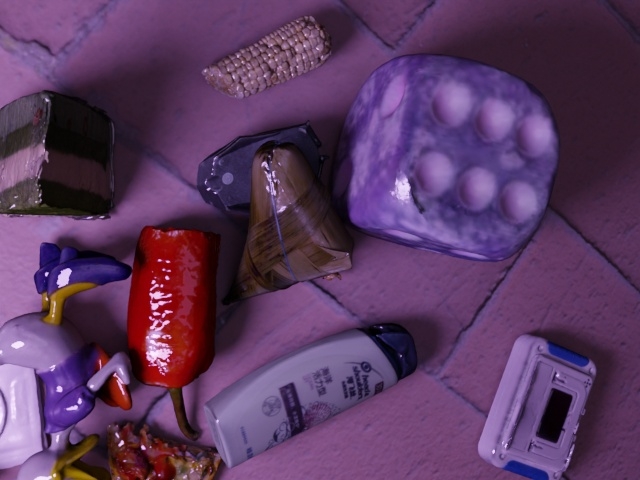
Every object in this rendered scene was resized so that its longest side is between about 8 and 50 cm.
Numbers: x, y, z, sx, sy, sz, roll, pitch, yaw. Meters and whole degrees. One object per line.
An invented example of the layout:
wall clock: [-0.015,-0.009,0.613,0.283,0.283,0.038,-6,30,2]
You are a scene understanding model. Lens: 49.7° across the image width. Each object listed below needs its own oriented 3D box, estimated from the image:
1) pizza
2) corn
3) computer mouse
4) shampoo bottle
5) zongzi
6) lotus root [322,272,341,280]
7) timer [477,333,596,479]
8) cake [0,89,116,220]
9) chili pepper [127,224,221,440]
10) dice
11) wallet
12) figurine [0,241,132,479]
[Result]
pizza: [-0.267,0.363,1.053,0.201,0.053,0.193,-46,110,-10]
corn: [-0.078,-0.281,1.095,0.211,0.087,0.087,-32,102,-14]
computer mouse: [-0.092,-0.118,1.103,0.231,0.071,0.126,-20,112,-26]
shampoo bottle: [-0.008,0.230,1.123,0.359,0.078,0.134,-22,113,-22]
zongzi: [-0.092,-0.023,1.046,0.242,0.112,0.221,-20,112,20]
lotus root: [0.000,0.000,1.142,0.073,0.062,0.150,-18,96,-18]
timer: [0.414,0.318,1.295,0.178,0.078,0.253,23,83,-20]
cake: [-0.384,-0.106,0.895,0.172,0.283,0.158,1,91,-4]
chili pepper: [-0.221,0.149,1.029,0.134,0.131,0.338,4,90,-19]
dice: [0.187,-0.123,1.095,0.270,0.271,0.270,15,86,-20]
wallet: [-0.467,0.242,0.996,0.124,0.032,0.183,-7,93,-22]
figurine: [-0.362,0.210,0.954,0.193,0.154,0.421,-3,89,-31]
